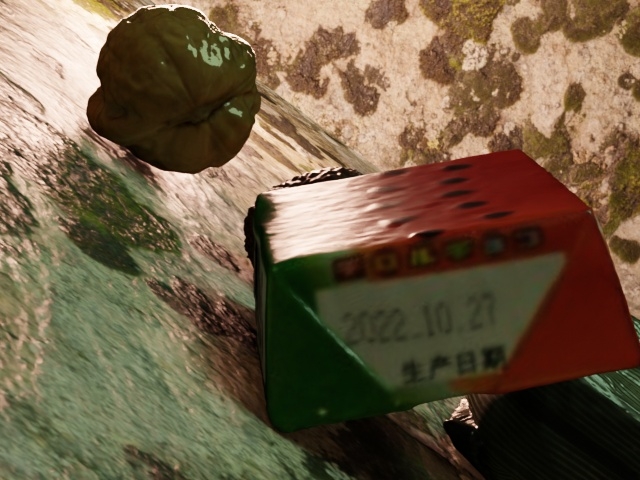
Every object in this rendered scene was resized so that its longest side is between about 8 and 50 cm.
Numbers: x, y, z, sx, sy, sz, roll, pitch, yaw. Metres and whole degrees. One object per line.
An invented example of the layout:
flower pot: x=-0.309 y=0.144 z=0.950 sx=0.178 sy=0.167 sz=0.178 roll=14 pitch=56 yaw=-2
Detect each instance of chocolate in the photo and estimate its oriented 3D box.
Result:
chocolate: x=0.097 y=0.033 z=1.359 sx=0.360 sy=0.341 sz=0.161 roll=-108 pitch=-172 yaw=-74

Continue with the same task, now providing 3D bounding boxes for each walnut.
walnut: x=-0.201 y=-0.205 z=1.852 sx=0.224 sy=0.257 sz=0.257 roll=68 pitch=-8 yaw=-30

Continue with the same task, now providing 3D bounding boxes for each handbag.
handbag: x=0.312 y=0.210 z=1.507 sx=0.341 sy=0.247 sz=0.240 roll=37 pitch=7 yaw=26

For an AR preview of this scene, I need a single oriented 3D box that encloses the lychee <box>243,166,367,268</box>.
lychee: x=0.006 y=-0.001 z=1.673 sx=0.194 sy=0.194 sz=0.194 roll=35 pitch=9 yaw=-6
